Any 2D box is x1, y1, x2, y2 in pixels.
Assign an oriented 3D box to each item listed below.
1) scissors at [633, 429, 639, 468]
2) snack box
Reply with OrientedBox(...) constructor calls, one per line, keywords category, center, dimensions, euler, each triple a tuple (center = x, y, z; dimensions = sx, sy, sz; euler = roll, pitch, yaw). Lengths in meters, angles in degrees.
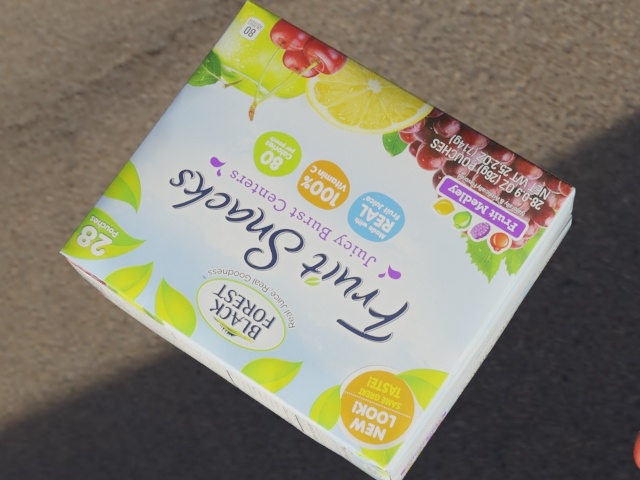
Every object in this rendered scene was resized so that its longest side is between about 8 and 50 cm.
OrientedBox(category="scissors", center=(0.286, 0.057, 0.866), dimensions=(0.021, 0.297, 0.109), euler=(37, 133, 38))
OrientedBox(category="snack box", center=(0.000, 0.000, 0.757), dimensions=(0.207, 0.070, 0.174), euler=(33, 78, 17))
